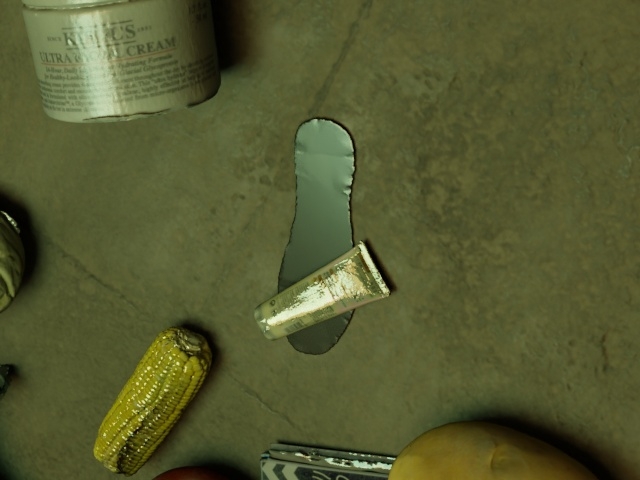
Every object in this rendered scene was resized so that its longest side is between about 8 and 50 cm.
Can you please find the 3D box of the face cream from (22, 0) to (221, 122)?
[{"bbox_3d":[-0.189,-0.202,1.624,0.177,0.177,0.153,0,109,27],"label":"face cream"}]

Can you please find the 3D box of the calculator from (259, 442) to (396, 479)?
[{"bbox_3d":[0.062,0.298,1.766,0.274,0.028,0.165,4,107,24],"label":"calculator"}]

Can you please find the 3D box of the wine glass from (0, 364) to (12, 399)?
[{"bbox_3d":[-0.422,0.322,1.932,0.190,0.190,0.357,7,106,25],"label":"wine glass"}]

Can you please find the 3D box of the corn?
[{"bbox_3d":[-0.180,0.173,1.820,0.072,0.072,0.203,41,121,9],"label":"corn"}]

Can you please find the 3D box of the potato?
[{"bbox_3d":[0.175,0.257,1.628,0.234,0.150,0.146,20,149,11],"label":"potato"}]

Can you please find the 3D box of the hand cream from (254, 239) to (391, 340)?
[{"bbox_3d":[-0.002,0.054,1.704,0.143,0.039,0.061,-26,89,22],"label":"hand cream"}]

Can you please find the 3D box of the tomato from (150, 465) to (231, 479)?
[{"bbox_3d":[-0.134,0.320,1.805,0.167,0.167,0.167,9,112,24],"label":"tomato"}]

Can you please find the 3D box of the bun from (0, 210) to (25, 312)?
[{"bbox_3d":[-0.394,0.034,1.849,0.173,0.166,0.113,11,156,31],"label":"bun"}]

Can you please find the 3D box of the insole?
[{"bbox_3d":[0.000,0.000,1.703,0.086,0.005,0.253,14,114,21],"label":"insole"}]
